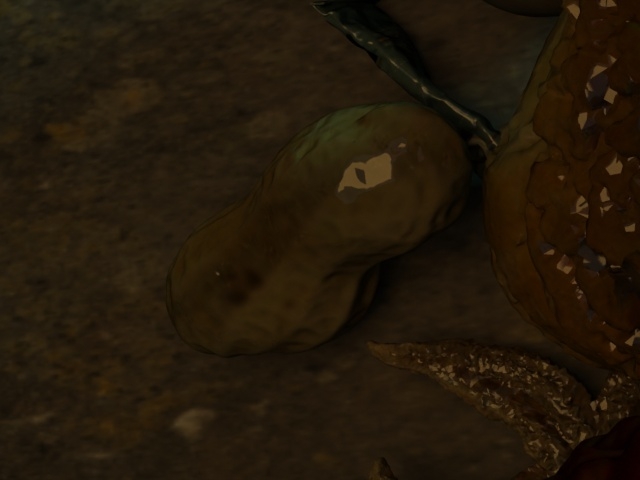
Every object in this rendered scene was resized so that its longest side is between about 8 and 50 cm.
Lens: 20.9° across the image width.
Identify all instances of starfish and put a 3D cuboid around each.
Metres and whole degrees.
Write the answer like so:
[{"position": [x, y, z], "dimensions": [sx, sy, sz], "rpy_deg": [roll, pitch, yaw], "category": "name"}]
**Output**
[{"position": [0.187, 0.130, 1.105], "dimensions": [0.302, 0.060, 0.299], "rpy_deg": [-36, 66, 9], "category": "starfish"}]

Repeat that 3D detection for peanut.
[{"position": [0.000, 0.000, 1.157], "dimensions": [0.125, 0.111, 0.274], "rpy_deg": [43, 132, -9], "category": "peanut"}]

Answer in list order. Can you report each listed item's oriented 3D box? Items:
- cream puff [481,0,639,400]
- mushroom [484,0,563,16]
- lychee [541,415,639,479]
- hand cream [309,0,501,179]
[{"position": [0.244, -0.053, 0.940], "dimensions": [0.343, 0.231, 0.327], "rpy_deg": [-28, 99, 11], "category": "cream puff"}, {"position": [0.129, -0.244, 1.092], "dimensions": [0.204, 0.204, 0.204], "rpy_deg": [-1, 88, 28], "category": "mushroom"}, {"position": [0.244, 0.267, 0.839], "dimensions": [0.425, 0.500, 0.424], "rpy_deg": [31, 145, 25], "category": "lychee"}, {"position": [0.099, -0.084, 1.151], "dimensions": [0.052, 0.075, 0.248], "rpy_deg": [-44, 73, 7], "category": "hand cream"}]
